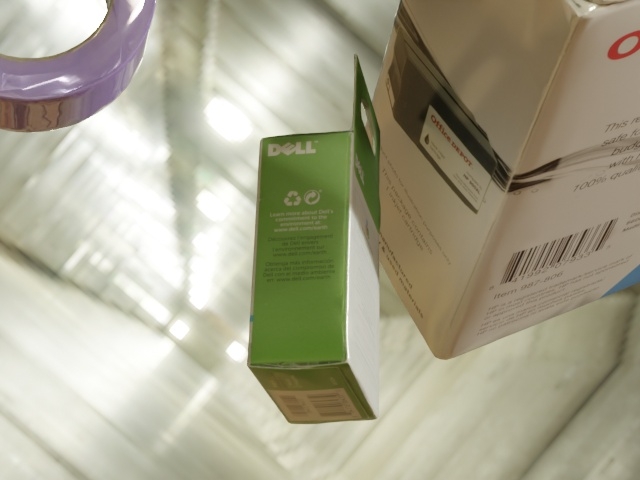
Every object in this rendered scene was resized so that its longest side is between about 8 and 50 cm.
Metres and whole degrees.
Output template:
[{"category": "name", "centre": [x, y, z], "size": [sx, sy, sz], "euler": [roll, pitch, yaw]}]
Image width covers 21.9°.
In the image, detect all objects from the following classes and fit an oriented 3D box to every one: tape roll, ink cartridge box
[{"category": "tape roll", "centre": [-0.218, -0.180, 1.229], "size": [0.189, 0.189, 0.080], "euler": [-50, 178, -17]}, {"category": "ink cartridge box", "centre": [0.000, 0.000, 1.038], "size": [0.109, 0.062, 0.209], "euler": [64, 25, -63]}, {"category": "ink cartridge box", "centre": [0.201, -0.120, 1.121], "size": [0.285, 0.166, 0.395], "euler": [-20, 153, -21]}]
